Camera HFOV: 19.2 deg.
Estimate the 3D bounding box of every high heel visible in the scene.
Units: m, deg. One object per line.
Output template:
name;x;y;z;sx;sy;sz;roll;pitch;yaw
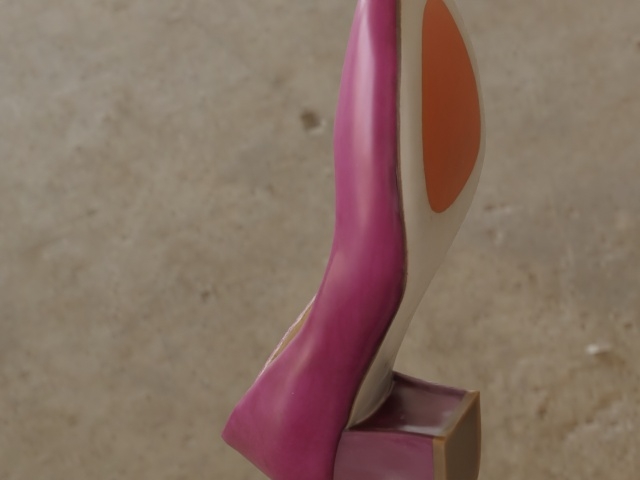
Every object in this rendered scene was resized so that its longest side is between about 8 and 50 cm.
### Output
high heel;0.000;0.000;1.152;0.181;0.377;0.127;10;26;26
